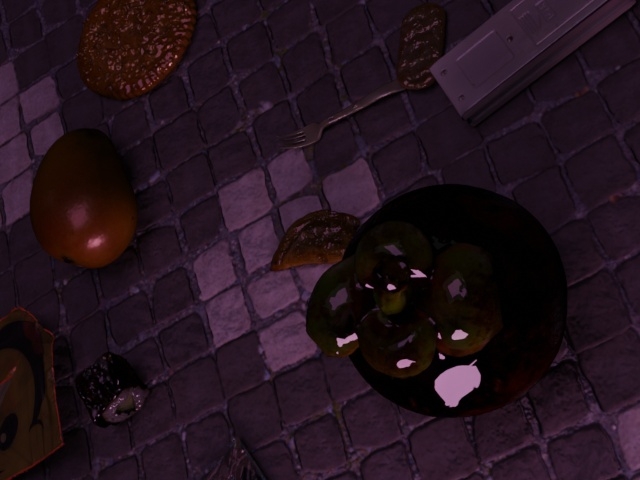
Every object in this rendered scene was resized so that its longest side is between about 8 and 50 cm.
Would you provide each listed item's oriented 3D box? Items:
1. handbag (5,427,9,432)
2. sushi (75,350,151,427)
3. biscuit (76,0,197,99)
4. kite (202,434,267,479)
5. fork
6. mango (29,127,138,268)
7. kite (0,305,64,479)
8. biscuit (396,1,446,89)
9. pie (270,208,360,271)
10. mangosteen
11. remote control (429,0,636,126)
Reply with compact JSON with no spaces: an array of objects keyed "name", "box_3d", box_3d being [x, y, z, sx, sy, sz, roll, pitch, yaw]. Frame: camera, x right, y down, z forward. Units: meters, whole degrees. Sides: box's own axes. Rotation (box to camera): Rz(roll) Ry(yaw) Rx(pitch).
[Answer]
[{"name":"handbag","box_3d":[-0.468,0.269,1.925,0.061,0.027,0.083,-3,72,31]},{"name":"sushi","box_3d":[-0.316,0.222,1.804,0.094,0.098,0.084,-44,56,7]},{"name":"biscuit","box_3d":[-0.320,-0.357,2.070,0.254,0.035,0.253,-11,66,27]},{"name":"kite","box_3d":[-0.137,0.453,1.659,0.406,0.014,0.368,-4,70,29]},{"name":"fork","box_3d":[0.036,-0.190,1.799,0.219,0.028,0.034,-25,53,17]},{"name":"mango","box_3d":[-0.387,-0.064,1.938,0.176,0.139,0.254,-30,50,5]},{"name":"kite","box_3d":[-0.514,0.273,1.930,0.378,0.013,0.327,28,96,43]},{"name":"biscuit","box_3d":[0.147,-0.285,1.763,0.071,0.018,0.147,-4,65,28]},{"name":"pie","box_3d":[0.000,0.000,1.739,0.170,0.034,0.092,-2,73,37]},{"name":"mangosteen","box_3d":[0.150,0.071,1.452,0.311,0.311,0.311,-12,66,28]},{"name":"remote control","box_3d":[0.289,-0.280,1.656,0.277,0.055,0.103,-38,56,15]}]
